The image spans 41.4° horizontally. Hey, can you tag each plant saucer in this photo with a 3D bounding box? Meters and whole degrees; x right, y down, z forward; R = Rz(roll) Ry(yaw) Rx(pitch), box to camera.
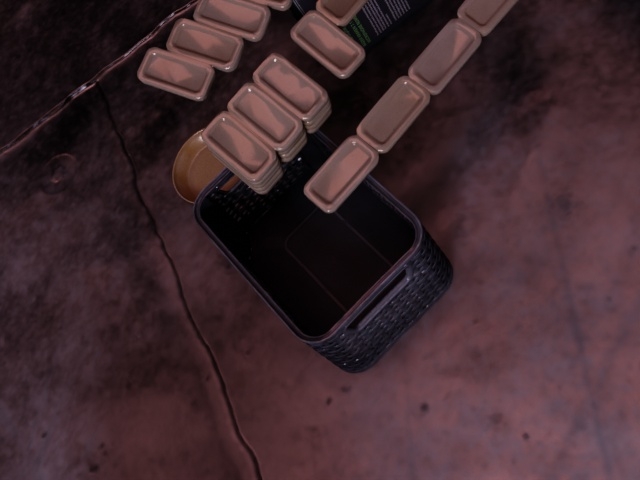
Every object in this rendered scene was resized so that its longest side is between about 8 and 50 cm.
[{"bbox_3d":[-0.099,-0.069,0.789,0.083,0.015,0.084,-10,64,21],"label":"plant saucer"}]

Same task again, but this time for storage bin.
[{"bbox_3d":[0.000,0.000,0.670,0.122,0.084,0.180,-45,56,1],"label":"storage bin"}]

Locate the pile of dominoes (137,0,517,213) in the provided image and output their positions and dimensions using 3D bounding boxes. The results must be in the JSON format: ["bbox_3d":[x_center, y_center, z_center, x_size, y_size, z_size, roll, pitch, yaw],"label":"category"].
[{"bbox_3d":[0.007,-0.155,0.654,0.196,0.040,0.251,40,85,13],"label":"pile of dominoes"}]

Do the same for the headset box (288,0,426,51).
[{"bbox_3d":[0.030,-0.334,0.782,0.283,0.131,0.246,-38,56,6],"label":"headset box"}]
